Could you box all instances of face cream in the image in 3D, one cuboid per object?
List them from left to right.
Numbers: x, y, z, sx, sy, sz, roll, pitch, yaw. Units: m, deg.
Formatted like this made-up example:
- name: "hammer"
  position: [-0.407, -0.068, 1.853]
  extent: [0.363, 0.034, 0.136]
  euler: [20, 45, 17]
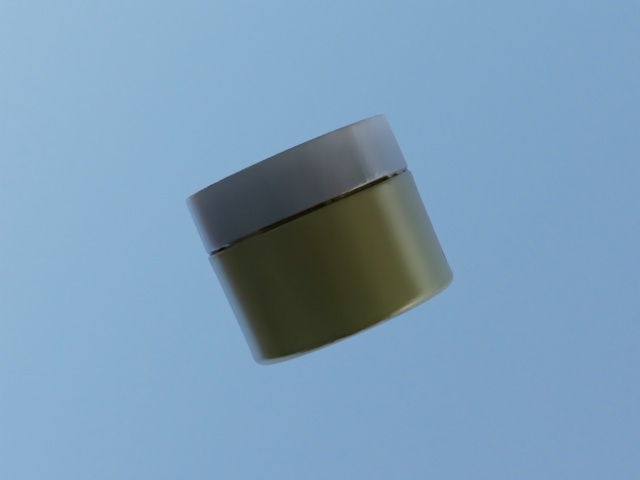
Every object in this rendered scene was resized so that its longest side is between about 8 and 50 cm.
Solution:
- name: "face cream"
  position: [0.000, 0.000, 1.163]
  extent: [0.218, 0.218, 0.179]
  euler: [-23, -89, 22]
